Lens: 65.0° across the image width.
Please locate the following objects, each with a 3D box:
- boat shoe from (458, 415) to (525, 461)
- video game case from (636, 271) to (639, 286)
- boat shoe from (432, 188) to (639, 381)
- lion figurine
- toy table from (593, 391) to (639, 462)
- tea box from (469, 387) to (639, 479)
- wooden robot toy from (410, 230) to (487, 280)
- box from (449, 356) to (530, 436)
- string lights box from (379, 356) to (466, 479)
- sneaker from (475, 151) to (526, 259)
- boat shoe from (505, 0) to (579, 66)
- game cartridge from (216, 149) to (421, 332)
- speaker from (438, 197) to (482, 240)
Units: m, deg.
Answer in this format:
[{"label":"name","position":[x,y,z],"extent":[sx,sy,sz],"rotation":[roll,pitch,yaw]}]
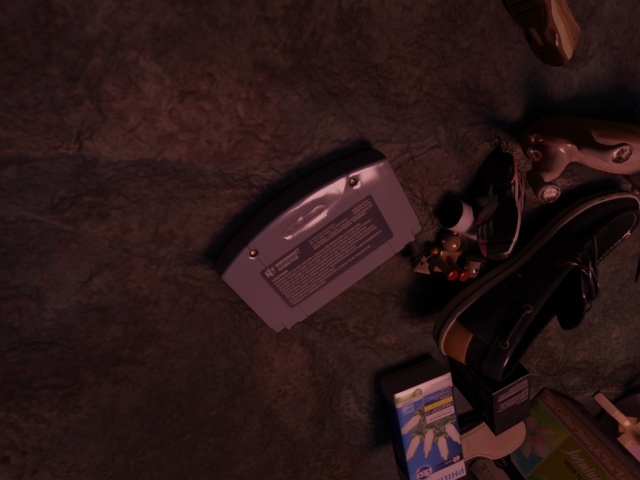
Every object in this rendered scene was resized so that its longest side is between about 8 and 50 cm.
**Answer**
[{"label":"boat shoe","position":[0.356,0.492,1.244],"extent":[0.335,0.095,0.112],"rotation":[-7,94,-25]},{"label":"video game case","position":[0.869,-0.055,1.109],"extent":[0.300,0.036,0.329],"rotation":[-26,139,-7]},{"label":"boat shoe","position":[0.437,0.080,0.931],"extent":[0.500,0.156,0.187],"rotation":[-33,137,-16]},{"label":"lion figurine","position":[0.462,-0.147,0.819],"extent":[0.392,0.240,0.142],"rotation":[14,125,-15]},{"label":"toy table","position":[0.904,0.544,1.442],"extent":[0.274,0.252,0.161],"rotation":[-55,143,5]},{"label":"tea box","position":[0.636,0.626,1.295],"extent":[0.220,0.329,0.323],"rotation":[28,105,-35]},{"label":"wooden robot toy","position":[0.239,0.023,0.890],"extent":[0.173,0.076,0.079],"rotation":[4,108,-27]},{"label":"box","position":[0.353,0.292,1.058],"extent":[0.093,0.156,0.158],"rotation":[-25,128,-9]},{"label":"string lights box","position":[0.218,0.395,1.066],"extent":[0.133,0.077,0.259],"rotation":[-17,107,-14]},{"label":"sneaker","position":[0.313,-0.052,0.836],"extent":[0.077,0.072,0.178],"rotation":[19,79,-43]},{"label":"boat shoe","position":[0.316,-0.331,0.704],"extent":[0.190,0.068,0.072],"rotation":[33,91,-46]},{"label":"game cartridge","position":[0.000,0.000,0.774],"extent":[0.297,0.062,0.198],"rotation":[-35,124,0]},{"label":"speaker","position":[0.270,-0.029,0.877],"extent":[0.136,0.055,0.055],"rotation":[18,112,-32]}]
